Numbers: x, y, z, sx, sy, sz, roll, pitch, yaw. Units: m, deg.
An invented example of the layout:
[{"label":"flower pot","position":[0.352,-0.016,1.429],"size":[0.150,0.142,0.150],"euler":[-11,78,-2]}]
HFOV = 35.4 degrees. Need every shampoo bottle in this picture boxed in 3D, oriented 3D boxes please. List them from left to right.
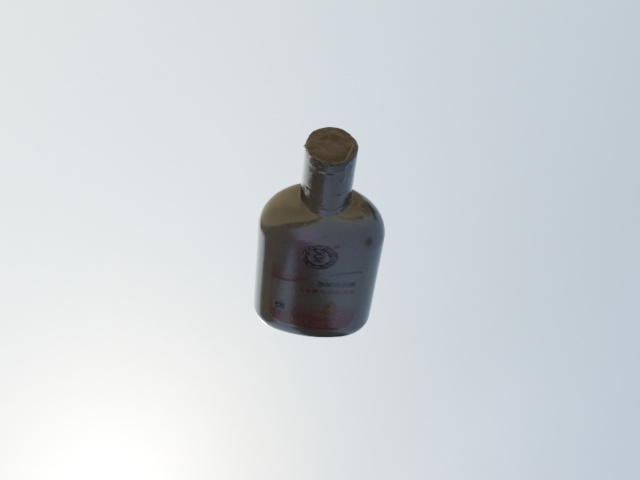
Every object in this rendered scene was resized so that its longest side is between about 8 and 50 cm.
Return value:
[{"label":"shampoo bottle","position":[0.000,0.000,0.628],"size":[0.080,0.165,0.040],"euler":[8,-131,0]}]
